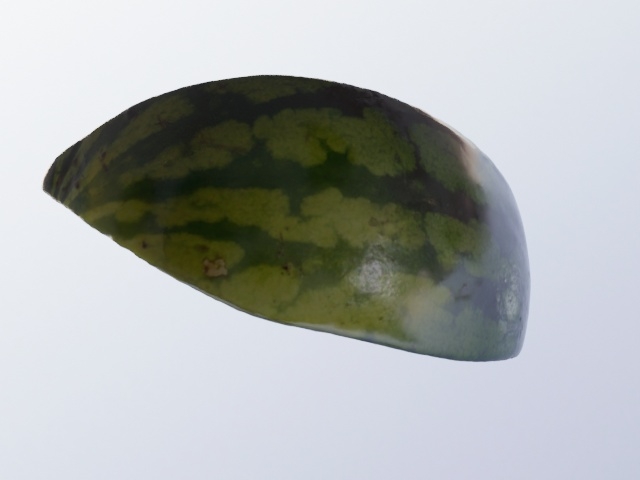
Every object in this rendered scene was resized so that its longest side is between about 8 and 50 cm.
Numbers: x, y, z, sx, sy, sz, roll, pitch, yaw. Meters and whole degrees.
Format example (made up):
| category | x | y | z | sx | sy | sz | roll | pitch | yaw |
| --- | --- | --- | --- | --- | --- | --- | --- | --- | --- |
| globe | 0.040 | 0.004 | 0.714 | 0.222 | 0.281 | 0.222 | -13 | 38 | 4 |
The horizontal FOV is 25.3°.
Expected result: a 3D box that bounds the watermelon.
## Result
| category | x | y | z | sx | sy | sz | roll | pitch | yaw |
| --- | --- | --- | --- | --- | --- | --- | --- | --- | --- |
| watermelon | 0.011 | -0.023 | 0.803 | 0.303 | 0.128 | 0.159 | 15 | -173 | -20 |
